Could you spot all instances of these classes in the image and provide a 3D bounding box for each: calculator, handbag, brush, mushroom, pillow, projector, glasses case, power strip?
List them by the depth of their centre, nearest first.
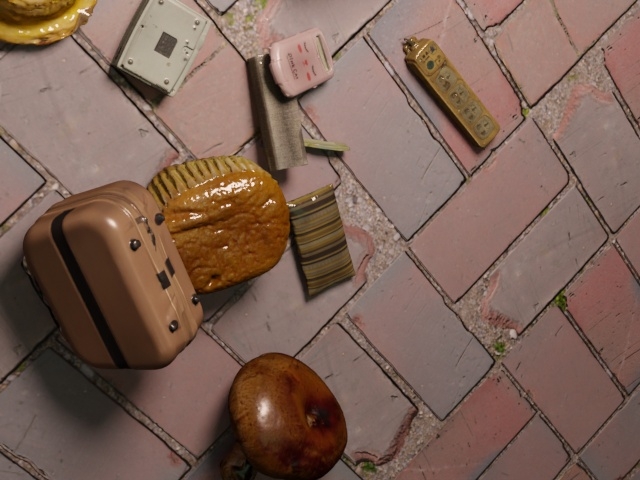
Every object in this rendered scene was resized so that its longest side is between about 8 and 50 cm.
[{"bbox_3d":[-0.362,0.067,1.412,0.149,0.283,0.302,-57,135,-52],"label":"handbag"},{"bbox_3d":[-0.264,-0.330,1.440,0.115,0.061,0.147,27,93,-31],"label":"projector"},{"bbox_3d":[-0.032,-0.318,1.532,0.175,0.032,0.100,-36,114,-47],"label":"calculator"},{"bbox_3d":[-0.075,-0.230,1.542,0.070,0.047,0.205,-14,97,-27],"label":"glasses case"},{"bbox_3d":[-0.029,-0.177,1.613,0.178,0.033,0.030,5,109,-27],"label":"brush"},{"bbox_3d":[-0.089,0.342,1.652,0.254,0.267,0.267,-7,111,12],"label":"mushroom"},{"bbox_3d":[0.000,0.000,1.674,0.113,0.038,0.203,-23,114,-22],"label":"pillow"},{"bbox_3d":[0.262,-0.294,1.713,0.064,0.044,0.305,-48,118,-5],"label":"power strip"}]

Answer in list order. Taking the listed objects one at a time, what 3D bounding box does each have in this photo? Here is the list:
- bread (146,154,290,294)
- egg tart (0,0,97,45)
[{"bbox_3d":[-0.185,-0.032,1.519,0.253,0.142,0.227,-15,118,-23],"label":"bread"},{"bbox_3d":[-0.451,-0.433,1.294,0.288,0.118,0.288,-10,112,-26],"label":"egg tart"}]
